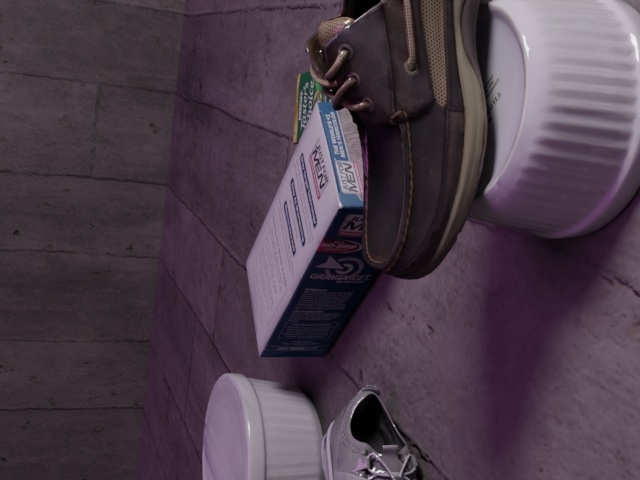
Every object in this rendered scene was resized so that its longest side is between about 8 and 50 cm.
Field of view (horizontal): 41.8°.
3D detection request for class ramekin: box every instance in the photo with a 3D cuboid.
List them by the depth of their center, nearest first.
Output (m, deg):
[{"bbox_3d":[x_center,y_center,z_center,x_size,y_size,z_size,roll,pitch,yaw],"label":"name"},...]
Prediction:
[{"bbox_3d":[0.169,-0.106,0.696,0.207,0.109,0.207,-177,90,-70],"label":"ramekin"},{"bbox_3d":[-0.088,0.338,1.271,0.273,0.127,0.272,-176,90,-69],"label":"ramekin"}]

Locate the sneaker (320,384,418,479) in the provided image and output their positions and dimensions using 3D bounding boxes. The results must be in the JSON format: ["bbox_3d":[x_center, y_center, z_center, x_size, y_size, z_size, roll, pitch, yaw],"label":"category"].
[{"bbox_3d":[0.061,0.278,0.919,0.281,0.105,0.115,-115,35,-52],"label":"sneaker"}]

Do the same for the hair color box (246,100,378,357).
[{"bbox_3d":[0.000,0.000,1.125,0.347,0.105,0.173,118,148,-48],"label":"hair color box"}]

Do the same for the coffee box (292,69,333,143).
[{"bbox_3d":[0.009,-0.197,1.223,0.184,0.041,0.113,-168,82,-69],"label":"coffee box"}]

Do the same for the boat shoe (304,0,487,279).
[{"bbox_3d":[0.051,-0.147,0.675,0.132,0.130,0.355,-179,93,-69],"label":"boat shoe"}]
